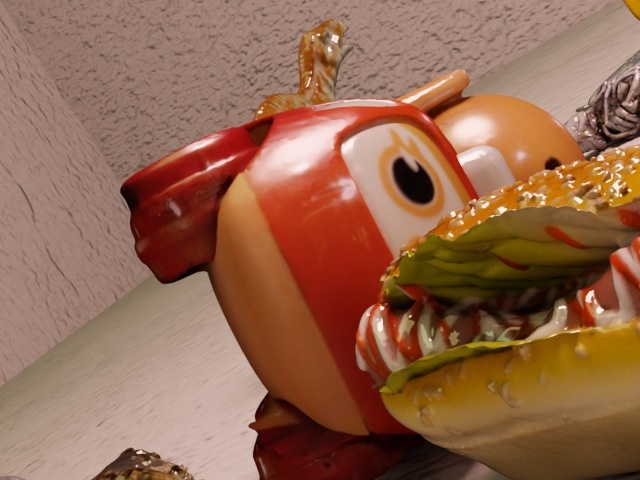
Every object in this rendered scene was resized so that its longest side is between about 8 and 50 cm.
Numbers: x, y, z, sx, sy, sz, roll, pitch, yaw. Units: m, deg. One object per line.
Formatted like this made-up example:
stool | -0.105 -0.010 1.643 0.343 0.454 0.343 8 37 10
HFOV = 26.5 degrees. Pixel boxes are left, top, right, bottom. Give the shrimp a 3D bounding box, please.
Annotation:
shrimp | 0.268 -0.120 1.143 0.065 0.057 0.165 -18 -16 -43

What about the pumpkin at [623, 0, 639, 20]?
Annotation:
pumpkin | 0.412 -0.277 1.112 0.232 0.242 0.325 -4 -8 -18

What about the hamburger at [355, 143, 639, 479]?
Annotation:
hamburger | 0.116 0.017 0.526 0.210 0.116 0.173 -24 9 48

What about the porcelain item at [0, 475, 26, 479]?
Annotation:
porcelain item | -0.157 0.187 0.587 0.147 0.114 0.147 -34 7 5

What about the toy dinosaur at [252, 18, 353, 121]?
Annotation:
toy dinosaur | 0.000 0.000 1.071 0.092 0.205 0.393 -20 32 41

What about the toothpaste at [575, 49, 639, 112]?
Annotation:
toothpaste | 0.364 -0.201 1.331 0.268 0.047 0.069 -34 24 11

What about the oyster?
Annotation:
oyster | -0.126 0.170 0.890 0.148 0.051 0.103 -11 28 48

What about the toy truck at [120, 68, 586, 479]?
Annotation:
toy truck | 0.042 0.003 0.721 0.239 0.189 0.265 -27 0 1
